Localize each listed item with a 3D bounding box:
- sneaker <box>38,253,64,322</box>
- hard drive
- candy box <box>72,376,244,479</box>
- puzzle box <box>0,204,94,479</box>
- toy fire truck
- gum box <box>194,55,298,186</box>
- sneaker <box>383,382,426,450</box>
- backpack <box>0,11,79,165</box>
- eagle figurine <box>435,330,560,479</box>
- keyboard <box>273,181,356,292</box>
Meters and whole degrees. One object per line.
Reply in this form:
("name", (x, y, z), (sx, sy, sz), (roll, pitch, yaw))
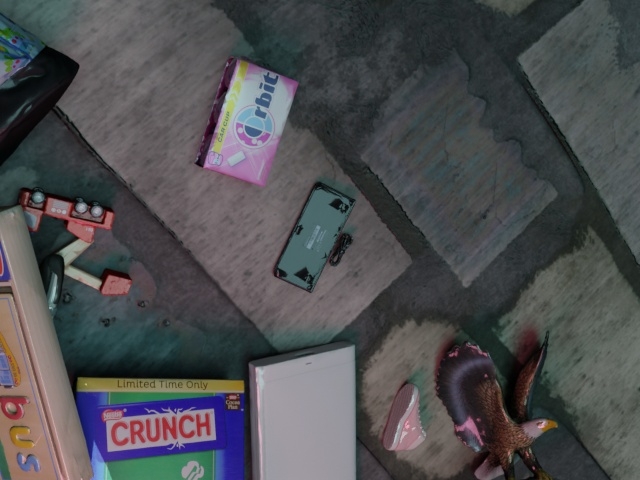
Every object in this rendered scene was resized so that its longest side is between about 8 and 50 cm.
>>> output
("sneaker", (-0.463, 0.115, 1.199), (0.132, 0.086, 0.228), (16, 106, -18))
("hard drive", (-0.027, 0.345, 1.439), (0.203, 0.040, 0.307), (-8, 103, -32))
("candy box", (-0.256, 0.374, 1.269), (0.268, 0.122, 0.317), (4, 74, -22))
("puzzle box", (-0.483, 0.160, 1.136), (0.272, 0.052, 0.408), (-5, 105, 22))
("toy fire truck", (-0.375, 0.003, 1.245), (0.192, 0.047, 0.135), (14, 96, -23))
("gum box", (-0.117, -0.192, 1.304), (0.107, 0.062, 0.188), (17, 94, -24))
("sneaker", (0.170, 0.334, 1.531), (0.070, 0.051, 0.134), (16, 97, -26))
("backpack", (-0.548, -0.235, 1.036), (0.290, 0.273, 0.355), (-43, 101, 9))
("eagle figurine", (0.364, 0.336, 1.561), (0.226, 0.225, 0.298), (18, 56, -62))
("keyboard", (0.000, 0.000, 1.412), (0.108, 0.023, 0.180), (26, 91, -18))
